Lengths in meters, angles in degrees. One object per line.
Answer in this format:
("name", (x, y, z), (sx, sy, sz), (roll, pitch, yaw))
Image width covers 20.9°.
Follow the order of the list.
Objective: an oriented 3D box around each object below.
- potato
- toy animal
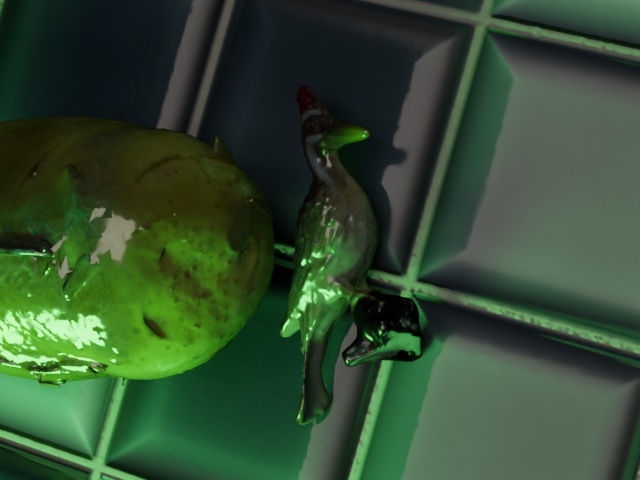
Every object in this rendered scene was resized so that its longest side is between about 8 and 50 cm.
("potato", (-0.149, 0.006, 1.050), (0.248, 0.143, 0.169), (7, 76, 21))
("toy animal", (0.008, 0.003, 1.035), (0.105, 0.070, 0.202), (-15, 82, 37))
